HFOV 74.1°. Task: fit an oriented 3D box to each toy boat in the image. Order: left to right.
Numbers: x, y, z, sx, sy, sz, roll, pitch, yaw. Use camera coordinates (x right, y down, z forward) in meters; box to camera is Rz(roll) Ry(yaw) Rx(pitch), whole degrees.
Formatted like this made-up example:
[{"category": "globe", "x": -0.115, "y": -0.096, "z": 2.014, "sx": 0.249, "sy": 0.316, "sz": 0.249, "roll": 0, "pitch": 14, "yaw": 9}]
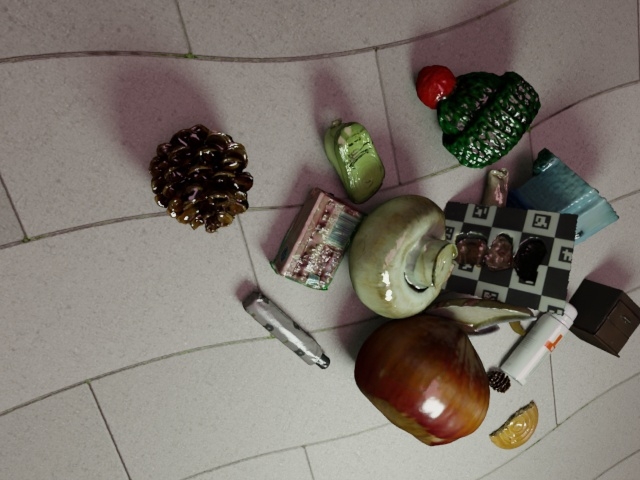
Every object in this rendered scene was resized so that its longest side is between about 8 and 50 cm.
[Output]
[{"category": "toy boat", "x": 0.463, "y": 0.227, "z": 1.322, "sx": 0.276, "sy": 0.293, "sz": 0.111, "roll": 9, "pitch": 64, "yaw": 2}]

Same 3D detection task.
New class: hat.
[{"category": "hat", "x": 0.424, "y": -0.390, "z": 1.205, "sx": 0.332, "sy": 0.242, "sz": 0.274, "roll": 36, "pitch": 76, "yaw": -8}]

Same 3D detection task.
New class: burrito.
[{"category": "burrito", "x": 0.564, "y": -0.123, "z": 1.376, "sx": 0.087, "sy": 0.060, "sz": 0.225, "roll": 9, "pitch": 101, "yaw": 19}]

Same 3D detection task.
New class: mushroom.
[{"category": "mushroom", "x": 0.240, "y": 0.047, "z": 1.191, "sx": 0.352, "sy": 0.261, "sz": 0.351, "roll": -19, "pitch": 117, "yaw": -41}]

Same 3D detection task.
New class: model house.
[{"category": "model house", "x": 0.732, "y": -0.066, "z": 1.390, "sx": 0.295, "sy": 0.251, "sz": 0.329, "roll": 21, "pitch": 118, "yaw": -43}]

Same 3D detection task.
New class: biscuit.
[{"category": "biscuit", "x": 0.761, "y": 0.733, "z": 1.633, "sx": 0.224, "sy": 0.033, "sz": 0.144, "roll": -31, "pitch": 108, "yaw": -9}]

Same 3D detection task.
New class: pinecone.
[{"category": "pinecone", "x": -0.270, "y": -0.139, "z": 1.017, "sx": 0.243, "sy": 0.243, "sz": 0.257, "roll": -45, "pitch": 69, "yaw": -5}, {"category": "pinecone", "x": 0.642, "y": 0.507, "z": 1.528, "sx": 0.083, "sy": 0.077, "sz": 0.077, "roll": 40, "pitch": 87, "yaw": -11}]

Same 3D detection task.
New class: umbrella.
[{"category": "umbrella", "x": -0.091, "y": 0.273, "z": 1.247, "sx": 0.073, "sy": 0.067, "sz": 0.337, "roll": -42, "pitch": 112, "yaw": 6}]

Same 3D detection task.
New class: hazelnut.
[{"category": "hazelnut", "x": 0.307, "y": 0.405, "z": 1.244, "sx": 0.410, "sy": 0.359, "sz": 0.359, "roll": 34, "pitch": 89, "yaw": -24}]

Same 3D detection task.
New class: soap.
[{"category": "soap", "x": 0.001, "y": 0.000, "z": 1.205, "sx": 0.218, "sy": 0.098, "sz": 0.273, "roll": 26, "pitch": 92, "yaw": -21}]

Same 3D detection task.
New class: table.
[{"category": "table", "x": 1.034, "y": 0.281, "z": 1.557, "sx": 0.169, "sy": 0.172, "sz": 0.193, "roll": 36, "pitch": 89, "yaw": -21}]

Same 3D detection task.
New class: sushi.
[{"category": "sushi", "x": 0.548, "y": 0.052, "z": 1.289, "sx": 0.100, "sy": 0.373, "sz": 0.296, "roll": 37, "pitch": 67, "yaw": -59}]

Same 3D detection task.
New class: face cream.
[{"category": "face cream", "x": 0.800, "y": 0.364, "z": 1.537, "sx": 0.102, "sy": 0.102, "sz": 0.345, "roll": 42, "pitch": 88, "yaw": -21}]

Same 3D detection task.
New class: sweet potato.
[{"category": "sweet potato", "x": 0.671, "y": 0.265, "z": 1.500, "sx": 0.250, "sy": 0.059, "sz": 0.069, "roll": 38, "pitch": 108, "yaw": -24}]

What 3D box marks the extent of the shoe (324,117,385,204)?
[{"category": "shoe", "x": 0.100, "y": -0.226, "z": 1.180, "sx": 0.140, "sy": 0.128, "sz": 0.262, "roll": -30, "pitch": 137, "yaw": -1}]
